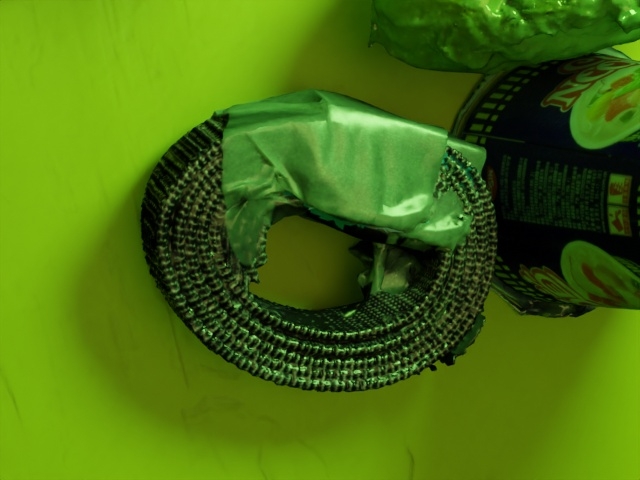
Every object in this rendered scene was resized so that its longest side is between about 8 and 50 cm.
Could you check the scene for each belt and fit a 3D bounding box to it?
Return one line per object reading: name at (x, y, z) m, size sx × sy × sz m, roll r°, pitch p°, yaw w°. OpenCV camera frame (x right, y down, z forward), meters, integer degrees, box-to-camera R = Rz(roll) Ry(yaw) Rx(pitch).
belt at (0.000, 0.000, 1.216) m, size 0.325 × 0.122 × 0.260 m, roll 13°, pitch 98°, yaw -19°

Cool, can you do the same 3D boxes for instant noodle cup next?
instant noodle cup at (0.301, -0.044, 1.223) m, size 0.284 × 0.312 × 0.284 m, roll -3°, pitch 97°, yaw -21°

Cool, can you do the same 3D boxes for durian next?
durian at (0.200, -0.255, 1.200) m, size 0.340 × 0.256 × 0.204 m, roll -12°, pitch 108°, yaw 9°
